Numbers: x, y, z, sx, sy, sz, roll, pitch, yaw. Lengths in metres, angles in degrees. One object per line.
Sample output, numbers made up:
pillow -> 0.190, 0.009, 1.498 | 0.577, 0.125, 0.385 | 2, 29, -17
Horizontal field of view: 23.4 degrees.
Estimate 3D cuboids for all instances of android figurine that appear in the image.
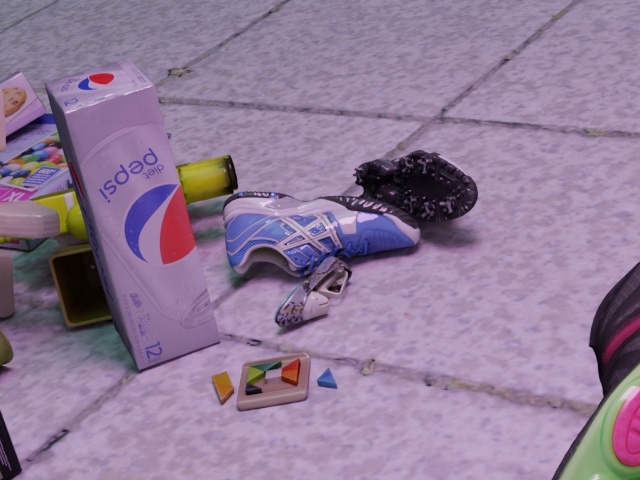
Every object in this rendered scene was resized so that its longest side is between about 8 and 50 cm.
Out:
android figurine -> -0.229, -0.042, 1.736 | 0.273, 0.056, 0.248 | -14, 5, 0

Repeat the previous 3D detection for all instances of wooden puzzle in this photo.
wooden puzzle -> -0.045, 0.130, 1.442 | 0.116, 0.014, 0.078 | -13, 27, 1

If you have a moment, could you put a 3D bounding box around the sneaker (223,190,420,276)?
sneaker -> 0.000, 0.000, 1.626 | 0.211, 0.080, 0.081 | 1, 67, 9

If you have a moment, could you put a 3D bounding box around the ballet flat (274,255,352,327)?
ballet flat -> -0.002, 0.053, 1.545 | 0.041, 0.041, 0.114 | 5, 33, 33

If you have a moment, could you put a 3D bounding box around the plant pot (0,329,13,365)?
plant pot -> -0.366, 0.122, 1.550 | 0.083, 0.083, 0.079 | 7, 45, 35

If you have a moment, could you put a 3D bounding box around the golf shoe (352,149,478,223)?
golf shoe -> 0.120, -0.063, 1.649 | 0.094, 0.077, 0.198 | -8, 10, -30

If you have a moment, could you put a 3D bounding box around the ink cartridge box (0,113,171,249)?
ink cartridge box -> -0.351, -0.092, 1.968 | 0.186, 0.065, 0.311 | 5, 30, 32

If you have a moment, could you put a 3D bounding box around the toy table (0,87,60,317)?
toy table -> -0.402, -0.034, 1.614 | 0.161, 0.274, 0.252 | -12, 31, -37

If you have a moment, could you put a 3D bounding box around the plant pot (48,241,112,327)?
plant pot -> -0.236, 0.036, 1.647 | 0.081, 0.081, 0.083 | -12, 14, 3

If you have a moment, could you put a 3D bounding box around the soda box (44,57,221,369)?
soda box -> -0.181, -0.024, 1.499 | 0.091, 0.286, 0.098 | -19, 28, -14

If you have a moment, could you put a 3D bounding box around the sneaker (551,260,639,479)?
sneaker -> 0.299, 0.110, 1.191 | 0.483, 0.185, 0.202 | -48, 3, -36

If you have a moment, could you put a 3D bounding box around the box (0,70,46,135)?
box -> -0.506, -0.110, 1.983 | 0.324, 0.067, 0.063 | -32, 14, -10

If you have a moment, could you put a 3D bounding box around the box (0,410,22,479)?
box -> -0.363, 0.159, 1.348 | 0.077, 0.180, 0.147 | 13, 37, 42
